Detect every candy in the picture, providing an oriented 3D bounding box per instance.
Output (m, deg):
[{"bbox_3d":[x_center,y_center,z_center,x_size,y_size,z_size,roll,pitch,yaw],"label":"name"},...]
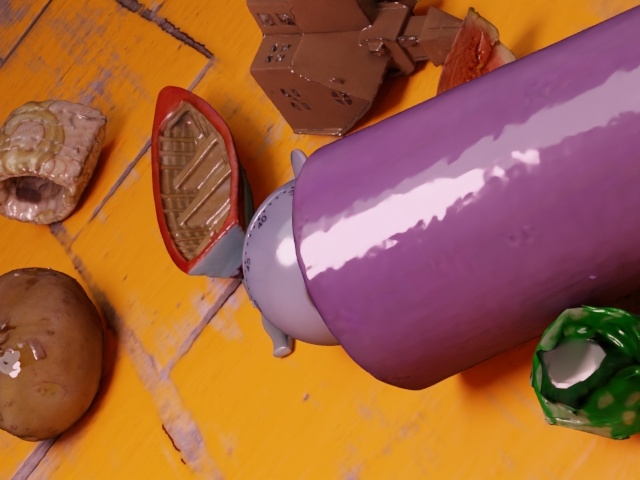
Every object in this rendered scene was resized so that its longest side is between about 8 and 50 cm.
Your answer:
[{"bbox_3d":[0.278,0.092,0.799,0.323,0.097,0.097,0,59,44],"label":"candy"}]

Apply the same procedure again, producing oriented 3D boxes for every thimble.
[{"bbox_3d":[-0.400,-0.117,1.850,0.190,0.137,0.143,-10,47,30],"label":"thimble"}]

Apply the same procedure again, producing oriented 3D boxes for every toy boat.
[{"bbox_3d":[-0.141,-0.080,1.505,0.136,0.079,0.392,-46,30,15],"label":"toy boat"}]

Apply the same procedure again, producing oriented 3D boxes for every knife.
[{"bbox_3d":[-0.062,0.061,1.329,0.028,0.015,0.210,-52,30,13],"label":"knife"}]

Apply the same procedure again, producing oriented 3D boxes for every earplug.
[{"bbox_3d":[0.210,-0.060,0.913,0.456,0.215,0.215,-26,40,32],"label":"earplug"}]

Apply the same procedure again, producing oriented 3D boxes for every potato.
[{"bbox_3d":[-0.340,0.124,1.509,0.165,0.165,0.262,-41,36,19],"label":"potato"}]

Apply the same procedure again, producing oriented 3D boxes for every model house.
[{"bbox_3d":[0.059,-0.230,1.348,0.248,0.176,0.181,3,59,36],"label":"model house"}]

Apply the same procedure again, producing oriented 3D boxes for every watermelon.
[{"bbox_3d":[0.153,-0.131,1.186,0.069,0.087,0.163,8,62,21],"label":"watermelon"}]

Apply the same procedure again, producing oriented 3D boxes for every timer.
[{"bbox_3d":[0.018,0.004,1.183,0.175,0.175,0.255,-41,3,19],"label":"timer"}]
